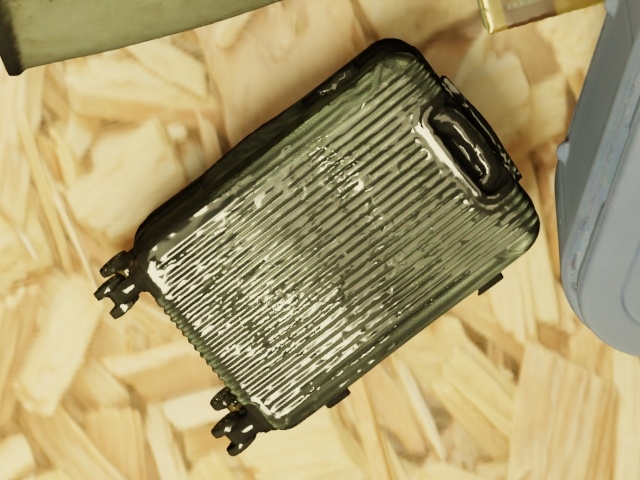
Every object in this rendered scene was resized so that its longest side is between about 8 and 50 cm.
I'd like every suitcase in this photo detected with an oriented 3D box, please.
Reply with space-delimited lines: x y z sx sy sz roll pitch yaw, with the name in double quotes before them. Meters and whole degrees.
"suitcase" 0.000 0.000 1.368 0.312 0.128 0.202 -38 102 6

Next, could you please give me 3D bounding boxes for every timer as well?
"timer" 0.375 -0.074 1.307 0.395 0.173 0.395 1 130 1

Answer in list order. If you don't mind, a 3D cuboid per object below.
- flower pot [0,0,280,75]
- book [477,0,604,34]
"flower pot" -0.089 -0.281 1.228 0.330 0.293 0.294 -10 104 -7
"book" 0.203 -0.375 1.337 0.269 0.032 0.389 -17 103 2
